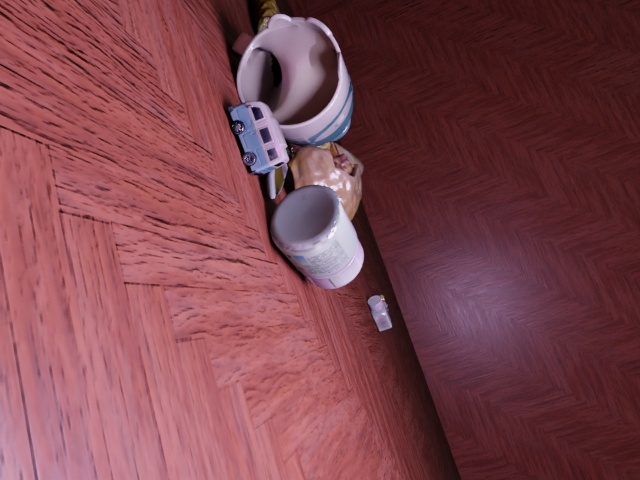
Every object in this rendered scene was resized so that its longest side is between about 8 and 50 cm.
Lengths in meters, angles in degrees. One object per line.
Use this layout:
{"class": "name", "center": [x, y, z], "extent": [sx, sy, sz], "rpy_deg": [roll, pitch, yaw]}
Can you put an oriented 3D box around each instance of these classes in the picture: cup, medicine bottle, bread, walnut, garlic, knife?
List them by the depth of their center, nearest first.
{"class": "medicine bottle", "center": [0.000, 0.000, 0.789], "extent": [0.168, 0.135, 0.135], "rpy_deg": [53, 19, -53]}
{"class": "knife", "center": [-0.083, -0.148, 0.924], "extent": [0.343, 0.026, 0.061], "rpy_deg": [-89, 171, -69]}
{"class": "cup", "center": [-0.065, -0.344, 0.964], "extent": [0.289, 0.219, 0.257], "rpy_deg": [38, 6, 10]}
{"class": "walnut", "center": [0.027, -0.112, 1.023], "extent": [0.238, 0.141, 0.204], "rpy_deg": [-7, 96, -72]}
{"class": "bread", "center": [-0.173, -0.716, 1.396], "extent": [0.098, 0.087, 0.270], "rpy_deg": [52, 19, -49]}
{"class": "medicine bottle", "center": [0.215, 0.262, 1.596], "extent": [0.074, 0.054, 0.118], "rpy_deg": [-90, 159, -60]}
{"class": "garlic", "center": [0.057, -0.322, 1.794], "extent": [0.196, 0.151, 0.338], "rpy_deg": [45, 8, 24]}

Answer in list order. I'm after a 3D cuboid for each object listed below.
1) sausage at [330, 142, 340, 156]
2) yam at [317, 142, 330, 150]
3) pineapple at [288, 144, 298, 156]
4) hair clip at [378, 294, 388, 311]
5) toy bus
{"class": "sausage", "center": [0.031, -0.243, 1.514], "extent": [0.109, 0.108, 0.271], "rpy_deg": [55, 18, -54]}
{"class": "yam", "center": [-0.055, -0.345, 1.210], "extent": [0.081, 0.081, 0.357], "rpy_deg": [55, 8, -53]}
{"class": "pineapple", "center": [-0.053, -0.193, 1.145], "extent": [0.124, 0.058, 0.058], "rpy_deg": [53, 16, -19]}
{"class": "hair clip", "center": [0.247, 0.281, 1.778], "extent": [0.172, 0.049, 0.116], "rpy_deg": [59, 25, -78]}
{"class": "toy bus", "center": [-0.105, -0.181, 0.761], "extent": [0.060, 0.074, 0.123], "rpy_deg": [-28, 98, -80]}
